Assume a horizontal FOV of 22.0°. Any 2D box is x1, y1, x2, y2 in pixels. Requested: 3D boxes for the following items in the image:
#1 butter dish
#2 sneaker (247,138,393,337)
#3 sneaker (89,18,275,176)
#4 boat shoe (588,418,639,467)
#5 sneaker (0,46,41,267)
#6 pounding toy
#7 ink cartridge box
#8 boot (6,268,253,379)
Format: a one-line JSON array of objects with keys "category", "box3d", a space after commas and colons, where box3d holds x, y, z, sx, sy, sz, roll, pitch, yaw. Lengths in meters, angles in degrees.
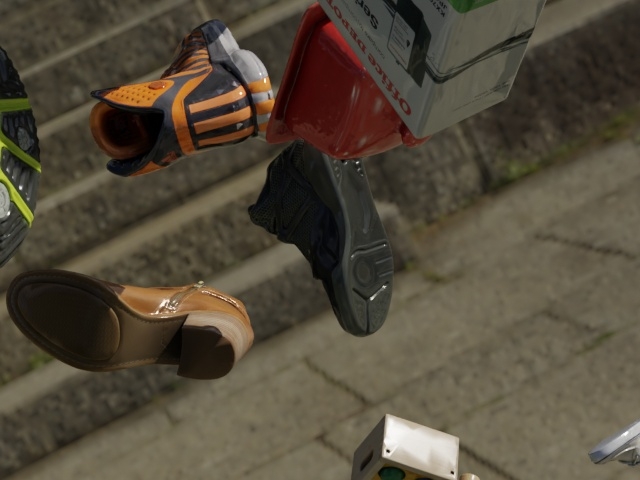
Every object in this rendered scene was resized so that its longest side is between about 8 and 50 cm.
[{"category": "butter dish", "box3d": [0.053, -0.126, 1.389, 0.160, 0.118, 0.160, -19, -34, -35]}, {"category": "sneaker", "box3d": [0.000, 0.000, 1.779, 0.130, 0.228, 0.087, -21, -6, 42]}, {"category": "sneaker", "box3d": [-0.168, -0.156, 1.784, 0.180, 0.125, 0.321, -17, 13, -11]}, {"category": "boat shoe", "box3d": [0.268, 0.176, 1.405, 0.100, 0.035, 0.035, -20, -10, -44]}, {"category": "sneaker", "box3d": [-0.366, -0.145, 1.459, 0.147, 0.385, 0.145, -21, -5, 21]}, {"category": "pounding toy", "box3d": [0.154, 0.381, 2.567, 0.181, 0.206, 0.094, 124, 161, -47]}, {"category": "ink cartridge box", "box3d": [0.079, -0.192, 1.147, 0.087, 0.153, 0.208, -26, -23, -20]}, {"category": "boot", "box3d": [-0.217, 0.081, 1.958, 0.283, 0.109, 0.220, 9, 11, 0]}]
